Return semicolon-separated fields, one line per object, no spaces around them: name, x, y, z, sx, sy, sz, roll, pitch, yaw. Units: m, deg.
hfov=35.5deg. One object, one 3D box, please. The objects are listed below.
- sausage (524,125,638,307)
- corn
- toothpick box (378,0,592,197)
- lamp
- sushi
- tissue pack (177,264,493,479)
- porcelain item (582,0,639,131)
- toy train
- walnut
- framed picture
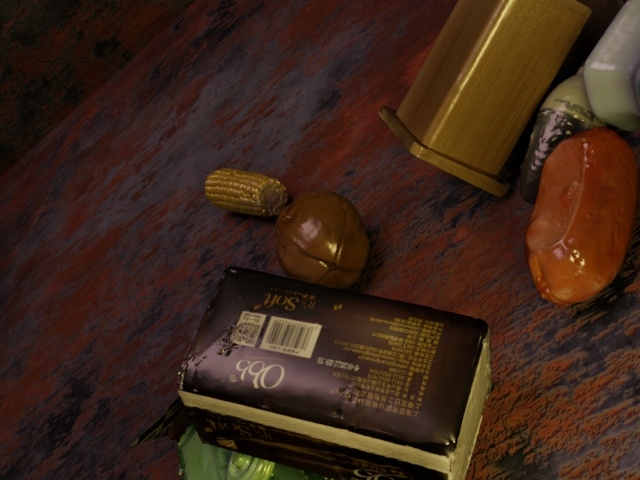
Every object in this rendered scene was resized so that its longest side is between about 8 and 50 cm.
sausage;0.347;-0.033;1.308;0.133;0.133;0.258;-12;49;47
corn;-0.158;-0.100;2.104;0.244;0.093;0.093;15;68;53
toothpick box;0.257;-0.260;1.541;0.308;0.190;0.187;-61;24;18
lamp;0.361;-0.161;1.464;0.101;0.101;0.250;17;78;58
sushi;-0.152;0.242;1.632;0.292;0.059;0.294;-45;-10;-1
tissue pack;0.018;0.181;1.276;0.369;0.198;0.210;12;62;18
porcelain item;0.519;-0.201;1.212;0.243;0.178;0.405;-54;30;-6
toy train;-0.098;0.340;1.466;0.188;0.159;0.272;-50;31;14
walnut;0.000;0.000;1.711;0.167;0.167;0.207;-44;28;11
framed picture;0.367;-0.354;1.610;0.260;0.189;0.023;-20;6;43
